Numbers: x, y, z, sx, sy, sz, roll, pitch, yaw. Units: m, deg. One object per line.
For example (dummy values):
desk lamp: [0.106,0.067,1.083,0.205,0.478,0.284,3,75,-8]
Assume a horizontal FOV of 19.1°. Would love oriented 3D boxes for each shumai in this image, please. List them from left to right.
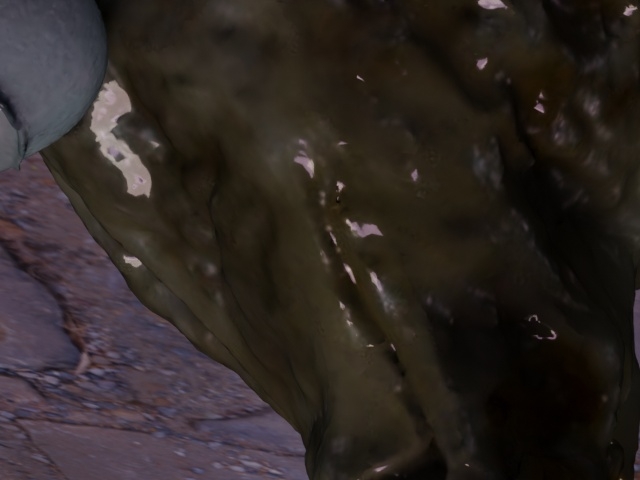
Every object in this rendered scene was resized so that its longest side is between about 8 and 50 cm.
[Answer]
shumai: [0.000,0.000,0.678,0.260,0.222,0.225,17,147,10]

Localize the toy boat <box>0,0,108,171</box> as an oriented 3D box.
toy boat: [-0.164,-0.095,0.644,0.207,0.079,0.134,20,150,15]
